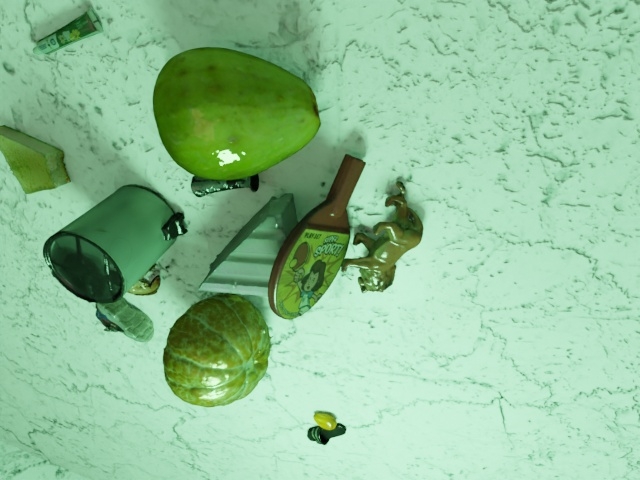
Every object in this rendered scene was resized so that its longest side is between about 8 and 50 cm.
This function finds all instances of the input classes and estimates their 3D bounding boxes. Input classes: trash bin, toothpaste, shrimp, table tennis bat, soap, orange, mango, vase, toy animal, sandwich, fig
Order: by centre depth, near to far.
[{"bbox_3d":[-0.162,-0.250,0.871,0.326,0.258,0.258,1,124,0],"label":"fig"},{"bbox_3d":[-0.583,-0.465,0.980,0.204,0.031,0.049,-12,120,21],"label":"toothpaste"},{"bbox_3d":[0.000,0.000,1.003,0.051,0.268,0.414,29,101,29],"label":"table tennis bat"},{"bbox_3d":[0.164,0.021,1.065,0.157,0.097,0.312,27,125,-15],"label":"toy animal"},{"bbox_3d":[-0.239,-0.143,1.080,0.167,0.059,0.059,-3,122,18],"label":"vase"},{"bbox_3d":[-0.198,0.006,1.104,0.302,0.159,0.258,1,127,13],"label":"soap"},{"bbox_3d":[-0.538,0.004,1.136,0.277,0.262,0.217,3,123,14],"label":"trash bin"},{"bbox_3d":[-0.787,-0.231,1.180,0.162,0.058,0.193,-8,119,18],"label":"sandwich"},{"bbox_3d":[-0.289,0.317,1.238,0.249,0.329,0.329,12,127,28],"label":"orange"},{"bbox_3d":[-0.559,0.119,1.350,0.236,0.053,0.133,-29,109,33],"label":"shrimp"},{"bbox_3d":[0.015,0.648,1.547,0.089,0.046,0.060,21,125,17],"label":"mango"}]

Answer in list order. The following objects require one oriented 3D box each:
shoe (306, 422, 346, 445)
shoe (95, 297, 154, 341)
[{"bbox_3d":[0.015,0.726,1.594,0.179,0.049,0.071,-28,111,30],"label":"shoe"},{"bbox_3d":[-0.683,0.281,1.460,0.125,0.099,0.227,-40,101,25],"label":"shoe"}]
